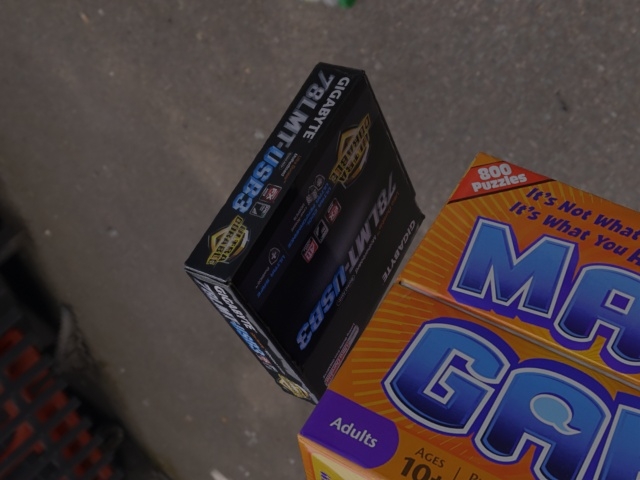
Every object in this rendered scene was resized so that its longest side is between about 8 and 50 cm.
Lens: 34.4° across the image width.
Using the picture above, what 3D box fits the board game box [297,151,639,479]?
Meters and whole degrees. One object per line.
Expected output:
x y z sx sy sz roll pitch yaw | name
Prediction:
0.231 0.204 1.026 0.356 0.356 0.357 24 150 20 | board game box

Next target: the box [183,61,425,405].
0.000 0.000 1.196 0.073 0.296 0.293 17 154 32 | box
